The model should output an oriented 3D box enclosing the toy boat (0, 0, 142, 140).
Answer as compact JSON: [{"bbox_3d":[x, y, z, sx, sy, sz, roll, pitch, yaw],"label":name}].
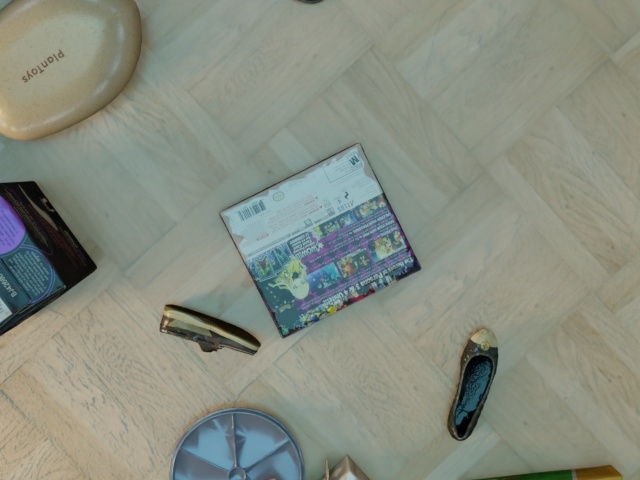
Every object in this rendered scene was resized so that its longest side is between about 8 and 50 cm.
[{"bbox_3d":[-0.400,-0.315,1.568,0.267,0.148,0.318,-29,102,4],"label":"toy boat"}]

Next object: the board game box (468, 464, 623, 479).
[{"bbox_3d":[0.342,0.511,1.690,0.242,0.064,0.316,-6,94,-3],"label":"board game box"}]

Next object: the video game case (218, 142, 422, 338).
[{"bbox_3d":[0.000,0.000,1.648,0.232,0.042,0.210,-27,95,-1],"label":"video game case"}]

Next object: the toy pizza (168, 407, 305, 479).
[{"bbox_3d":[-0.124,0.346,1.670,0.201,0.032,0.201,0,94,-3],"label":"toy pizza"}]

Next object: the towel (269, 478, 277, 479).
[{"bbox_3d":[-0.059,0.456,1.659,0.144,0.029,0.197,-42,111,3],"label":"towel"}]

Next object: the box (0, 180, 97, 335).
[{"bbox_3d":[-0.421,0.024,1.512,0.143,0.270,0.165,-35,94,0],"label":"box"}]

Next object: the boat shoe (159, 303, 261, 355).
[{"bbox_3d":[-0.163,0.140,1.647,0.152,0.056,0.049,22,98,5],"label":"boat shoe"}]

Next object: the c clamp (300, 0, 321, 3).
[{"bbox_3d":[-0.034,-0.428,1.630,0.137,0.022,0.161,7,92,-9],"label":"c clamp"}]

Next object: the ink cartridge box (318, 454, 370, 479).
[{"bbox_3d":[0.044,0.393,1.653,0.090,0.092,0.143,-42,94,1],"label":"ink cartridge box"}]

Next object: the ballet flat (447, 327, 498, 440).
[{"bbox_3d":[0.231,0.216,1.671,0.057,0.049,0.173,13,93,-5],"label":"ballet flat"}]
